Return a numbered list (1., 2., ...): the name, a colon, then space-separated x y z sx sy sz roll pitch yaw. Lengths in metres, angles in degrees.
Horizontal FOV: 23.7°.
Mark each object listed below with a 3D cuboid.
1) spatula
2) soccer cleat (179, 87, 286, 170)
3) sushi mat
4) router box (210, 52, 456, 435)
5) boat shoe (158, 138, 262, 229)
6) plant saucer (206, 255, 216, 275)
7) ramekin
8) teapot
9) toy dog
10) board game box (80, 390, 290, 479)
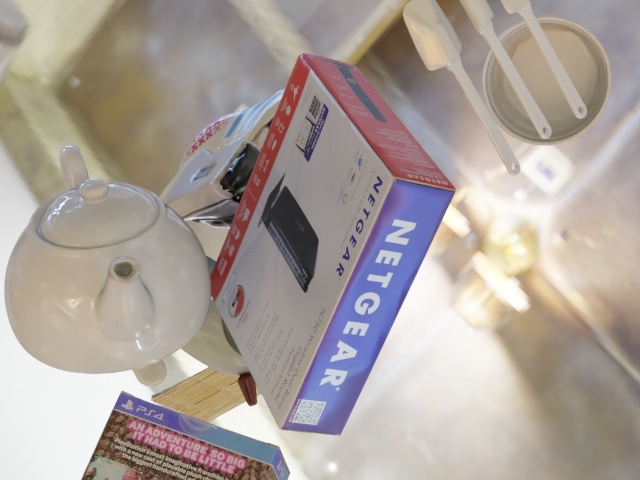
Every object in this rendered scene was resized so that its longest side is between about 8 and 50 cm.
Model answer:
1. spatula: 0.205 -0.205 1.739 0.019 0.168 0.242 5 131 58
2. soccer cleat: -0.116 -0.155 2.476 0.116 0.331 0.143 51 -150 -16
3. sushi mat: -0.108 0.211 2.473 0.151 0.316 0.019 37 -149 -49
4. router box: 0.000 0.000 1.755 0.082 0.336 0.301 10 -153 -28
5. boat shoe: -0.123 -0.047 2.188 0.158 0.127 0.340 40 166 -16
6. plant saucer: -0.194 0.027 2.018 0.194 0.037 0.195 19 173 3
7. ramekin: 0.367 -0.260 2.459 0.207 0.207 0.109 43 -165 3
8. teapot: -0.245 0.014 1.714 0.256 0.187 0.252 10 -148 25
9. toy dog: -0.206 0.165 2.271 0.220 0.333 0.161 71 -163 -69
10. board game box: -0.203 0.382 1.999 0.232 0.291 0.141 18 160 13
